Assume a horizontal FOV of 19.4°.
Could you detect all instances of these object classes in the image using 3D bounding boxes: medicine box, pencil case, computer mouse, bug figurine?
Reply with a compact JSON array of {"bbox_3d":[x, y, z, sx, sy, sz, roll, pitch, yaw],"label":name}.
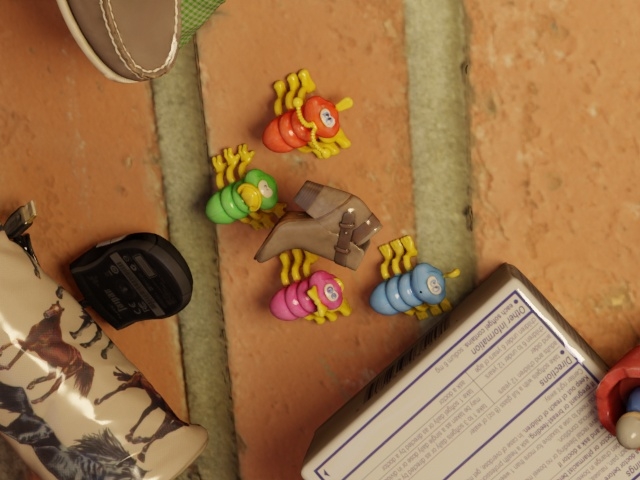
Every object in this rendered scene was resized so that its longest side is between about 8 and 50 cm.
[{"bbox_3d":[0.175,0.215,1.716,0.263,0.149,0.289,-42,92,7],"label":"medicine box"},{"bbox_3d":[-0.299,0.120,1.963,0.160,0.183,0.410,-39,99,24],"label":"pencil case"},{"bbox_3d":[-0.235,0.016,1.982,0.184,0.060,0.262,50,142,-9],"label":"computer mouse"},{"bbox_3d":[-0.001,-0.014,1.811,0.216,0.072,0.279,-26,102,39],"label":"bug figurine"}]

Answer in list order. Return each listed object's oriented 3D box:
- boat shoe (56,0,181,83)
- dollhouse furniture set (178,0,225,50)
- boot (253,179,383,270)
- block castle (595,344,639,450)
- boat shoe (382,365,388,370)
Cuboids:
[{"bbox_3d":[-0.172,-0.285,1.631,0.096,0.116,0.324,17,123,44],"label":"boat shoe"},{"bbox_3d":[-0.235,-0.289,1.739,0.301,0.151,0.197,47,130,-1],"label":"dollhouse furniture set"},{"bbox_3d":[0.000,0.000,1.747,0.087,0.042,0.118,35,126,-3],"label":"boot"},{"bbox_3d":[0.476,0.175,1.530,0.453,0.213,0.303,40,130,2],"label":"block castle"},{"bbox_3d":[0.142,0.166,1.833,0.183,0.065,0.083,1,118,32],"label":"boat shoe"}]
